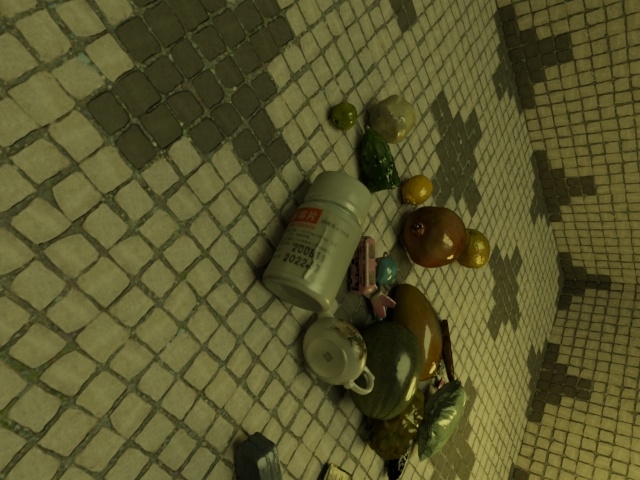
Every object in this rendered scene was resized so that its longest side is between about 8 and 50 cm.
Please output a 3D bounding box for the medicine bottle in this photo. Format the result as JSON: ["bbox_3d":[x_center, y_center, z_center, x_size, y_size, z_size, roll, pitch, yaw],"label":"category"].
[{"bbox_3d":[0.000,0.000,1.210,0.211,0.211,0.371,44,60,-38],"label":"medicine bottle"}]

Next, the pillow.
[{"bbox_3d":[0.513,0.768,1.804,0.310,0.138,0.283,-28,132,-46],"label":"pillow"}]

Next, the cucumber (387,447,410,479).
[{"bbox_3d":[0.328,0.802,1.674,0.303,0.072,0.081,-65,150,-24],"label":"cucumber"}]

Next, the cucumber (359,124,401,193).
[{"bbox_3d":[0.197,-0.290,1.488,0.134,0.134,0.244,-29,107,-43],"label":"cucumber"}]

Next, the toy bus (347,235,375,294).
[{"bbox_3d":[0.144,0.084,1.453,0.063,0.090,0.203,-2,91,-46],"label":"toy bus"}]

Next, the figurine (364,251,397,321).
[{"bbox_3d":[0.243,0.173,1.553,0.205,0.103,0.260,-20,115,-43],"label":"figurine"}]

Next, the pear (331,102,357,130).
[{"bbox_3d":[0.082,-0.413,1.380,0.092,0.092,0.097,54,55,-33],"label":"pear"}]

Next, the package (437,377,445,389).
[{"bbox_3d":[0.564,0.675,1.958,0.083,0.029,0.059,50,60,-46],"label":"package"}]

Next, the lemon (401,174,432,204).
[{"bbox_3d":[0.388,-0.201,1.692,0.155,0.114,0.114,-41,119,-30],"label":"lemon"}]

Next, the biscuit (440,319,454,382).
[{"bbox_3d":[0.578,0.508,1.914,0.208,0.041,0.290,19,66,-70],"label":"biscuit"}]

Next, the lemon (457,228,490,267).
[{"bbox_3d":[0.722,0.042,2.014,0.170,0.170,0.207,-39,124,-39],"label":"lemon"}]

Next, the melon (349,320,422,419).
[{"bbox_3d":[0.215,0.432,1.421,0.248,0.248,0.329,31,68,-43],"label":"melon"}]

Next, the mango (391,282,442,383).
[{"bbox_3d":[0.364,0.352,1.621,0.221,0.199,0.384,33,48,-64],"label":"mango"}]

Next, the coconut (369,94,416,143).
[{"bbox_3d":[0.264,-0.445,1.523,0.161,0.161,0.162,57,50,-31],"label":"coconut"}]

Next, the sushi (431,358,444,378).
[{"bbox_3d":[0.465,0.544,1.801,0.226,0.103,0.097,5,104,-45],"label":"sushi"}]

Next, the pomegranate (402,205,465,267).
[{"bbox_3d":[0.441,-0.020,1.670,0.270,0.229,0.252,25,71,-38],"label":"pomegranate"}]

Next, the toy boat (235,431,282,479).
[{"bbox_3d":[-0.157,0.659,1.115,0.078,0.127,0.283,-13,104,-46],"label":"toy boat"}]

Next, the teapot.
[{"bbox_3d":[0.052,0.341,1.272,0.298,0.204,0.139,59,28,7],"label":"teapot"}]

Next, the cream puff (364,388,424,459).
[{"bbox_3d":[0.261,0.648,1.545,0.282,0.185,0.282,-62,171,-17],"label":"cream puff"}]

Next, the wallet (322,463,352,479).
[{"bbox_3d":[0.024,0.875,1.373,0.168,0.052,0.245,49,52,-35],"label":"wallet"}]
